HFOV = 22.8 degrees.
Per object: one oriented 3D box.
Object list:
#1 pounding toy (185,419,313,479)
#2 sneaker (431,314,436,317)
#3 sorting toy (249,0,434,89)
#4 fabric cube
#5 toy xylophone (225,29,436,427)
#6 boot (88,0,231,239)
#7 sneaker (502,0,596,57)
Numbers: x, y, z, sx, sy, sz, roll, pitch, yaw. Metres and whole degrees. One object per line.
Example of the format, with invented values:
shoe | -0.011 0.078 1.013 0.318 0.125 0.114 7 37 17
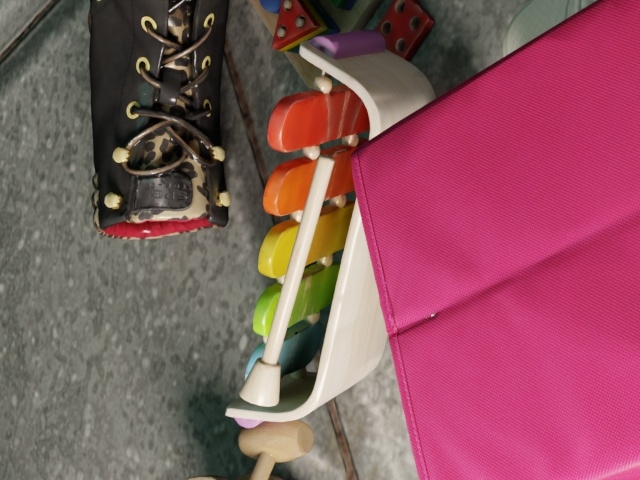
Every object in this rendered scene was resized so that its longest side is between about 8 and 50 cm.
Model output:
pounding toy | -0.083 0.272 1.298 0.154 0.155 0.269 4 88 43
sneaker | 0.094 0.015 1.196 0.106 0.078 0.234 -20 73 42
sorting toy | -0.008 -0.216 1.358 0.132 0.046 0.274 -54 51 29
fabric cube | 0.211 0.018 0.939 0.258 0.254 0.259 -31 63 41
toy xylophone | 0.000 0.000 1.198 0.081 0.236 0.322 19 100 21
boot | -0.128 -0.155 1.363 0.377 0.138 0.284 163 105 -68
sneaker | 0.223 -0.164 1.051 0.292 0.118 0.110 -14 77 47
